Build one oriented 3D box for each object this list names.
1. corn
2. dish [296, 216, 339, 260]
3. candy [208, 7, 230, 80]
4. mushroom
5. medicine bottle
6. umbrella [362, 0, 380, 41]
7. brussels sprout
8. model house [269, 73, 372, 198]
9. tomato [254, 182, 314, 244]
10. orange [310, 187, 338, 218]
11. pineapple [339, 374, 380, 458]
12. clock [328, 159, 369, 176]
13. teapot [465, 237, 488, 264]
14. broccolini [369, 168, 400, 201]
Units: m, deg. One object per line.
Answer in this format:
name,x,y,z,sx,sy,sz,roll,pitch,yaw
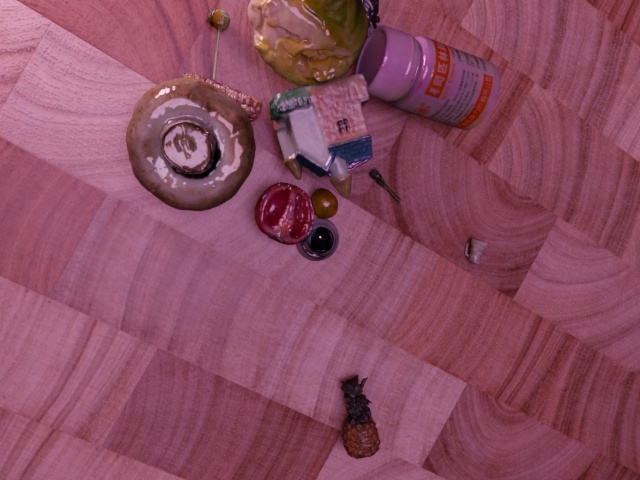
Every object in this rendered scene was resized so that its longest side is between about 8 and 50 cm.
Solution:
corn,-0.280,-0.406,1.664,0.237,0.079,0.079,21,91,-17
dish,0.000,0.000,1.798,0.141,0.078,0.141,-2,98,-15
candy,-0.290,-0.547,1.645,0.061,0.061,0.202,6,89,-17
mushroom,-0.340,-0.252,1.564,0.353,0.260,0.351,-3,104,-11
medicine bottle,0.314,-0.479,1.742,0.389,0.219,0.219,13,93,-21
umbrella,0.141,-0.686,1.761,0.066,0.059,0.235,-10,102,-32
brussels sprout,-0.020,-0.589,1.603,0.344,0.268,0.343,-3,94,-47
model house,0.020,-0.269,1.677,0.267,0.194,0.324,-16,89,-11
tomato,-0.118,-0.083,1.744,0.189,0.099,0.173,28,80,-34
orange,0.010,-0.112,1.781,0.085,0.085,0.095,-26,109,-12
pineapple,0.119,0.562,1.887,0.128,0.128,0.247,-9,95,-15
clock,0.070,-0.264,1.798,0.153,0.050,0.110,-29,104,-11
teapot,0.518,0.036,1.969,0.067,0.057,0.083,15,98,20
broccolini,0.209,-0.171,1.859,0.030,0.035,0.140,-46,108,-2
